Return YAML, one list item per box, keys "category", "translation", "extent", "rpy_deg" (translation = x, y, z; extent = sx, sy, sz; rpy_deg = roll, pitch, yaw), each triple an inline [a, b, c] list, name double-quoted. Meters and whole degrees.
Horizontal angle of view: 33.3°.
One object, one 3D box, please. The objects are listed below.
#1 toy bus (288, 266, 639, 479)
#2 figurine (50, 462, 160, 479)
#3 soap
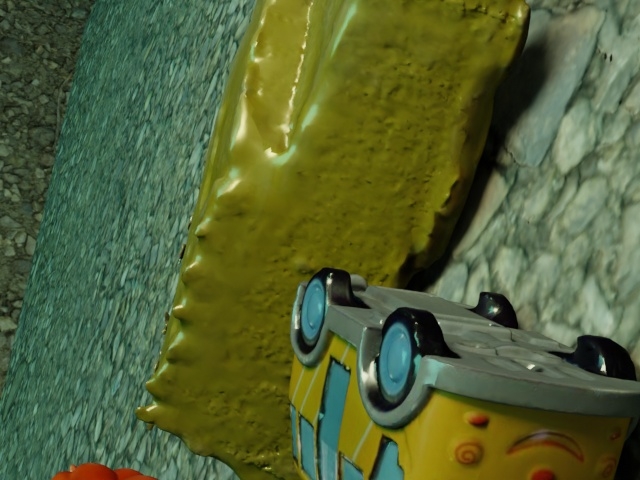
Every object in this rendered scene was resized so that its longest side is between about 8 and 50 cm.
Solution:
- category: "toy bus"
  translation: [0.060, 0.096, 0.547]
  extent: [0.209, 0.126, 0.136]
  rpy_deg: [-158, 78, -68]
- category: "figurine"
  translation: [-0.193, 0.299, 0.937]
  extent: [0.257, 0.181, 0.208]
  rpy_deg: [-56, -4, 18]
- category: "soap"
  translation: [0.000, 0.000, 0.710]
  extent: [0.304, 0.169, 0.339]
  rpy_deg: [140, 144, -70]
